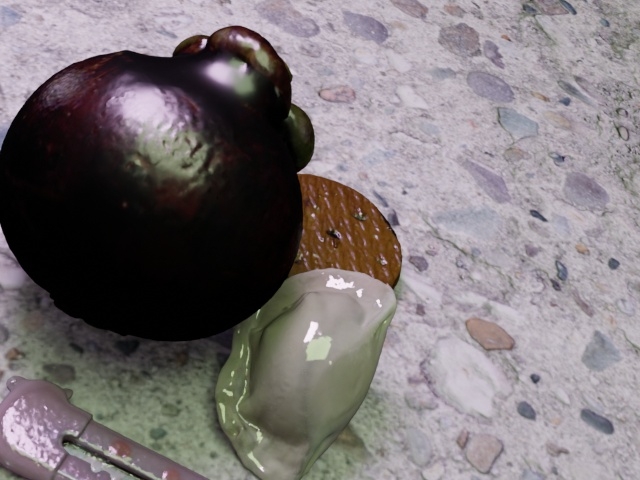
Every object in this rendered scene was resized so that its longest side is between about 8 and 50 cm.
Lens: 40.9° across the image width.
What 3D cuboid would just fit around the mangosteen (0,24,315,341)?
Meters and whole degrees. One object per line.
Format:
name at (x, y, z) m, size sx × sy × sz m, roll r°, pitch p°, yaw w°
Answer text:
mangosteen at (-0.140, -0.055, 0.807) m, size 0.297 × 0.313 × 0.297 m, roll 42°, pitch 19°, yaw -18°

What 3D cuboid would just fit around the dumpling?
dumpling at (-0.025, 0.120, 0.842) m, size 0.151 × 0.124 × 0.229 m, roll 23°, pitch 67°, yaw 15°

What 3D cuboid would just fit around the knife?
knife at (-0.114, 0.235, 0.747) m, size 0.399 × 0.038 × 0.132 m, roll 27°, pitch 41°, yaw 1°

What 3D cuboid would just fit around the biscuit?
biscuit at (0.000, 0.000, 1.020) m, size 0.212 × 0.036 × 0.212 m, roll 14°, pitch 44°, yaw -14°
